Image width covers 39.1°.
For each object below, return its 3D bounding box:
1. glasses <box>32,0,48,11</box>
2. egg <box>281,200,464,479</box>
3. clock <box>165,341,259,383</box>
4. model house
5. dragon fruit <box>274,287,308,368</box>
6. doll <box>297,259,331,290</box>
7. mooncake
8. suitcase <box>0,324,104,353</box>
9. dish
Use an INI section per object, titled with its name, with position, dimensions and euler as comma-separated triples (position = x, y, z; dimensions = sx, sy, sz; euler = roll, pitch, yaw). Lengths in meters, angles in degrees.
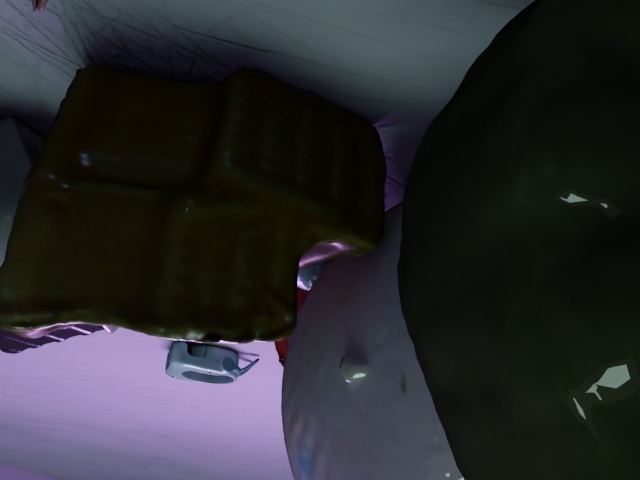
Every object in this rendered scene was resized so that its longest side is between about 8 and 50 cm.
[glasses]
position = -0.188, -0.214, 0.410
dimensions = 0.234, 0.118, 0.268
euler = 15, 176, -25
[egg]
position = 0.138, 0.098, 0.715
dimensions = 0.355, 0.354, 0.340
euler = 3, 137, 8
[clock]
position = -0.165, 0.190, 1.369
dimensions = 0.135, 0.041, 0.101
euler = 11, 157, -15
[model house]
position = -0.074, -0.013, 0.641
dimensions = 0.239, 0.268, 0.173
euler = 5, 137, 0
[dragon fruit]
position = 0.036, 0.140, 1.055
dimensions = 0.224, 0.148, 0.218
euler = 8, 158, -3
[doll]
position = 0.000, 0.005, 0.833
dimensions = 0.120, 0.075, 0.180
euler = 1, 158, 4
[mooncake]
position = 0.221, 0.013, 0.435
dimensions = 0.356, 0.356, 0.194
euler = 13, 161, -15
[suitcase]
position = -0.391, 0.073, 1.112
dimensions = 0.285, 0.066, 0.206
euler = -16, 149, 42
[dish]
position = -0.231, -0.024, 0.771
dimensions = 0.077, 0.151, 0.212
euler = -36, 147, 6
